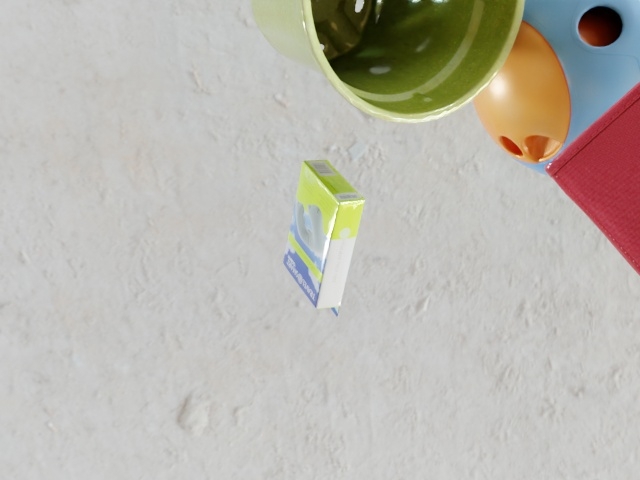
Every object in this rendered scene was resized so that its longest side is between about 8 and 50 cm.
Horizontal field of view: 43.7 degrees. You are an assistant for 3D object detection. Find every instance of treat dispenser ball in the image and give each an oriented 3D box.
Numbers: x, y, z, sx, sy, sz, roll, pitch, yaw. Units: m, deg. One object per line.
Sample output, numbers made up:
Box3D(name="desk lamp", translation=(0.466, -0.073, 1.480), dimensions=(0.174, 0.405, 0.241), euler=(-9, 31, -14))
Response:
Box3D(name="treat dispenser ball", translation=(0.329, -0.219, 0.995), dimensions=(0.288, 0.288, 0.288), euler=(8, 113, 18))

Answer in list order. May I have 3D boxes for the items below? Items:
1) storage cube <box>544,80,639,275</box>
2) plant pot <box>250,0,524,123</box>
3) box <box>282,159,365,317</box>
Box3D(name="storage cube", translation=(0.274, -0.034, 0.434), dimensions=(0.215, 0.184, 0.193), euler=(-44, 75, 24))
Box3D(name="plant pot", translation=(0.047, -0.287, 0.926), dimensions=(0.254, 0.276, 0.276), euler=(27, 129, 59))
Box3D(name="box", translation=(0.000, 0.000, 1.010), dimensions=(0.109, 0.042, 0.178), euler=(51, 138, 46))
